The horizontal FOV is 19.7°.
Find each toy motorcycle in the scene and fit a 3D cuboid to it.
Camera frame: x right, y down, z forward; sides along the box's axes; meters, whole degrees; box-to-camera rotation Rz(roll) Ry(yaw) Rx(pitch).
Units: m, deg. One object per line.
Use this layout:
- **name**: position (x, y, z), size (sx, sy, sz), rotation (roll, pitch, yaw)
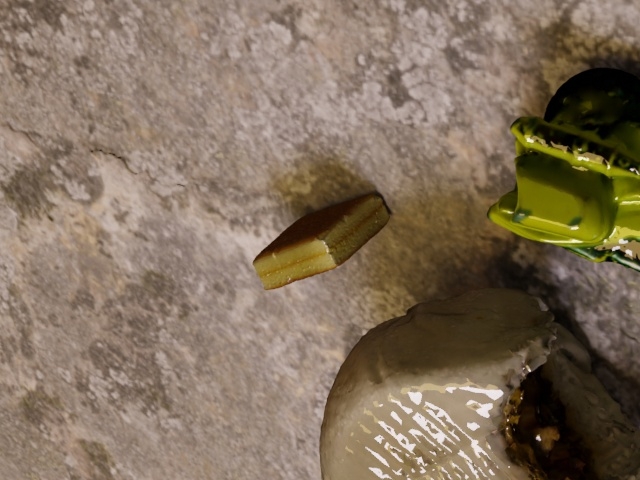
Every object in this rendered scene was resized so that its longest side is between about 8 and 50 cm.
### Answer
- **toy motorcycle**: position (0.286, 0.020, 1.340), size (0.342, 0.142, 0.206), rotation (29, 98, 16)

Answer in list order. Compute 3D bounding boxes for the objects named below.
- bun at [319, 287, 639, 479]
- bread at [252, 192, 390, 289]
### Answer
- **bun**: position (0.135, 0.158, 1.517), size (0.281, 0.205, 0.282), rotation (9, 124, 14)
- **bread**: position (0.000, 0.000, 1.568), size (0.094, 0.090, 0.035), rotation (-18, 106, 44)
